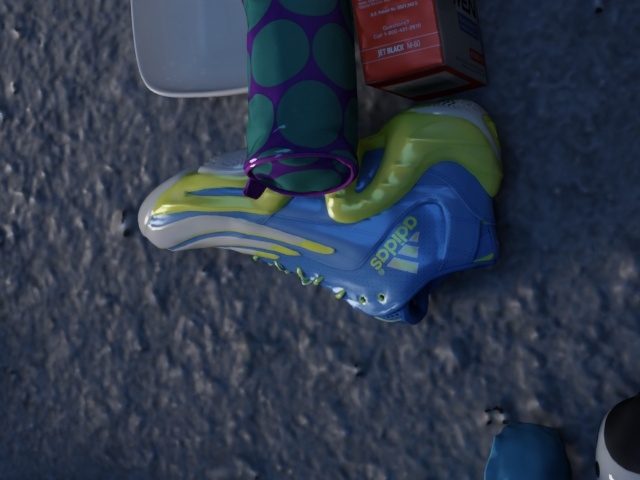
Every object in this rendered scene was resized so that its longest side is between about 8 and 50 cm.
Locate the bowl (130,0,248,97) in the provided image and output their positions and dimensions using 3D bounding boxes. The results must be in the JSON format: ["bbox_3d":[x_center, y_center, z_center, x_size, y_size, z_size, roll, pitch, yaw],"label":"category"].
[{"bbox_3d":[-0.052,-0.163,0.763,0.142,0.053,0.142,-3,89,24],"label":"bowl"}]

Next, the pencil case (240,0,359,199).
[{"bbox_3d":[-0.016,-0.103,0.662,0.070,0.064,0.151,-12,71,24],"label":"pencil case"}]

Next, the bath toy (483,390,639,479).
[{"bbox_3d":[0.250,0.135,0.581,0.348,0.129,0.151,-16,83,24],"label":"bath toy"}]

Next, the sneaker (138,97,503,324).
[{"bbox_3d":[0.000,0.000,0.718,0.240,0.091,0.126,-15,84,24],"label":"sneaker"}]

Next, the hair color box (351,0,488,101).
[{"bbox_3d":[0.052,-0.173,0.692,0.053,0.093,0.167,-11,86,23],"label":"hair color box"}]
